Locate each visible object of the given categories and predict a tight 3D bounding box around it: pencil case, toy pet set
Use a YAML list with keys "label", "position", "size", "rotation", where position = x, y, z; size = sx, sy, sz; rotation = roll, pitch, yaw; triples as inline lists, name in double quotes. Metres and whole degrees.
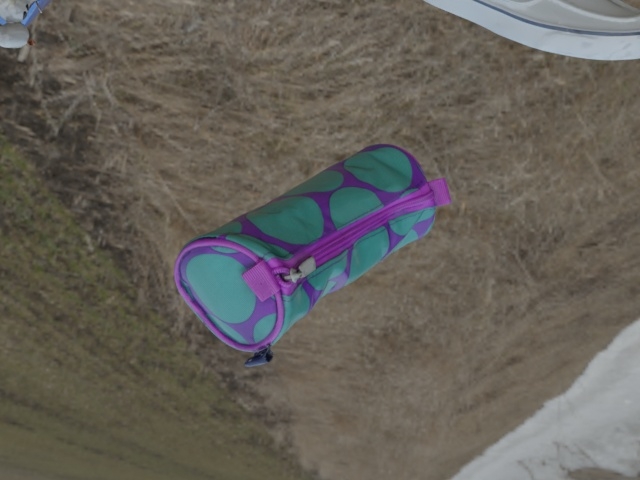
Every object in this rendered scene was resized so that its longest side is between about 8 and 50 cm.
- label: "pencil case"
  position: [0.000, 0.000, 0.421]
  size: [0.070, 0.064, 0.152]
  rotation: [-8, -162, 42]
- label: "toy pet set"
  position: [-0.211, -0.142, 0.491]
  size: [0.122, 0.114, 0.065]
  rotation: [12, 142, 19]

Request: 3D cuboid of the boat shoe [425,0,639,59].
- label: "boat shoe"
  position: [0.194, -0.239, 0.760]
  size: [0.258, 0.095, 0.084]
  rotation: [30, 131, 33]
